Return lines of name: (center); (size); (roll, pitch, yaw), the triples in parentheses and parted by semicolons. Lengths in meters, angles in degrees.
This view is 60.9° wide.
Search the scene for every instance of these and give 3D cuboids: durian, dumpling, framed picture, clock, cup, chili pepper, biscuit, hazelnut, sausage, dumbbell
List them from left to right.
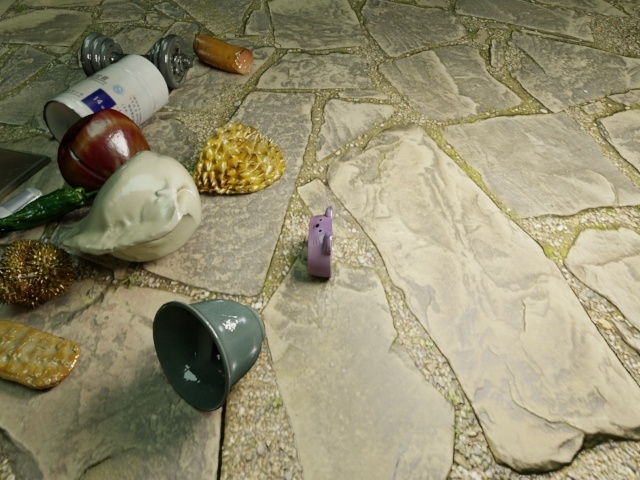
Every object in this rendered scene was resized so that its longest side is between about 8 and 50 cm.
framed picture: (-0.956, -0.197, 1.525); (0.314, 0.024, 0.232); (12, 44, 18)
biscuit: (-0.574, 0.212, 1.037); (0.247, 0.029, 0.118); (12, 44, 16)
durian: (-0.596, 0.067, 1.132); (0.158, 0.137, 0.168); (7, 25, -17)
chili pepper: (-0.654, -0.083, 1.309); (0.278, 0.065, 0.122); (-23, 8, -17)
hazelnut: (-0.554, -0.213, 1.399); (0.229, 0.230, 0.229); (-2, 42, 2)
dumpling: (-0.427, -0.071, 1.207); (0.315, 0.233, 0.395); (-17, 25, -8)
dumbbell: (-0.629, -0.613, 1.852); (0.406, 0.179, 0.179); (6, 43, 10)
sausage: (-0.365, -0.673, 1.963); (0.270, 0.109, 0.109); (30, 51, 31)
cup: (-0.176, 0.177, 0.963); (0.199, 0.199, 0.150); (29, 32, 31)
durian: (-0.193, -0.212, 1.443); (0.195, 0.185, 0.305); (38, 43, 8)
clock: (0.000, 0.000, 1.177); (0.050, 0.110, 0.153); (1, 42, 1)

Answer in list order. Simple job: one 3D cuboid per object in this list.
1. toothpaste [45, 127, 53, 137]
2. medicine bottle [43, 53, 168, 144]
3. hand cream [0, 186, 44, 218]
toothpaste: (-0.828, -0.382, 1.719); (0.052, 0.033, 0.218); (-3, 37, -6)
medicine bottle: (-0.618, -0.400, 1.603); (0.189, 0.190, 0.332); (17, 46, 21)
hand cream: (-0.787, -0.041, 1.319); (0.079, 0.048, 0.255); (20, 47, 22)
